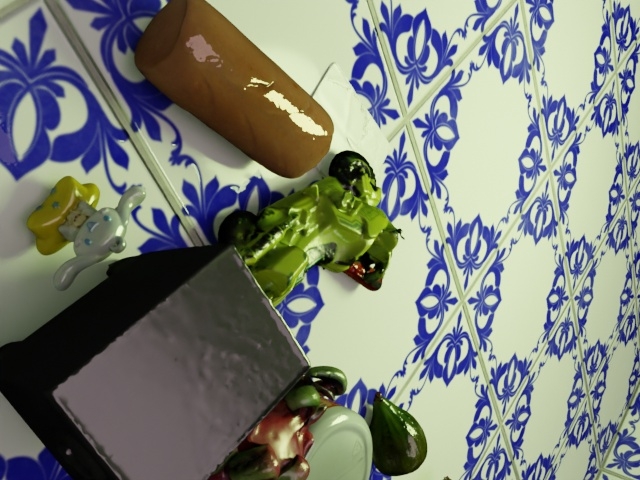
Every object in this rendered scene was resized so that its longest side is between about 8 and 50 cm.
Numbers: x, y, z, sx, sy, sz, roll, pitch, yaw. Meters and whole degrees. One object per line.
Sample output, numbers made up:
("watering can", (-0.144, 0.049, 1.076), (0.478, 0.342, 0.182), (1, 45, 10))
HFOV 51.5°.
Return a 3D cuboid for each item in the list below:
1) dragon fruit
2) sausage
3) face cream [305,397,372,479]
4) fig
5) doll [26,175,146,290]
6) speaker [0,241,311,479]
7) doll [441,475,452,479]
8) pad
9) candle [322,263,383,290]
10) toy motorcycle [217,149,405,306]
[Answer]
("dragon fruit", (-0.102, 0.257, 0.818), (0.198, 0.218, 0.273), (27, 61, -7))
("sausage", (-0.097, -0.185, 0.864), (0.304, 0.121, 0.121), (34, 74, -47))
("face cream", (-0.048, 0.326, 1.003), (0.201, 0.187, 0.201), (-16, 112, -46))
("fig", (0.143, 0.374, 1.317), (0.117, 0.117, 0.177), (-25, 96, -43))
("doll", (-0.260, -0.006, 0.730), (0.071, 0.113, 0.135), (71, 26, -58))
("speaker", (-0.191, 0.142, 0.712), (0.232, 0.254, 0.184), (-43, 112, -34))
("doll", (0.250, 0.613, 1.491), (0.186, 0.106, 0.134), (-15, 130, -28))
("pad", (0.042, -0.166, 1.120), (0.232, 0.004, 0.156), (47, 64, -44))
("candle", (0.049, 0.046, 1.162), (0.048, 0.053, 0.162), (-36, 136, 20))
("toy motorcycle", (-0.001, 0.001, 1.013), (0.342, 0.142, 0.206), (-33, 85, -39))
